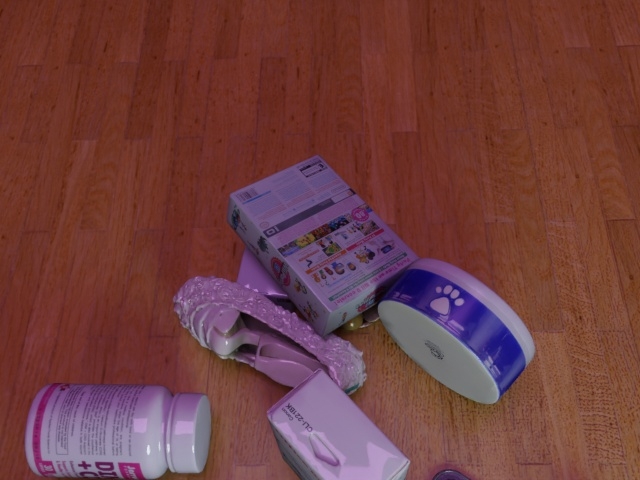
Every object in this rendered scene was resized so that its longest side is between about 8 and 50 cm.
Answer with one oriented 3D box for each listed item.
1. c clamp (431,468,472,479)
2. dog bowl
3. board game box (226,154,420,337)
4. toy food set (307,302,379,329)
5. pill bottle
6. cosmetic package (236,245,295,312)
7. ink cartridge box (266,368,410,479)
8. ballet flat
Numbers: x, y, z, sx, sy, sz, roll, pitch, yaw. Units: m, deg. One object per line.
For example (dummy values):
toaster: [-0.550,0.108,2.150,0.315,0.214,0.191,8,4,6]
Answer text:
c clamp: [0.229,0.465,1.187,0.161,0.022,0.137,24,59,18]
dog bowl: [0.231,0.159,1.223,0.265,0.265,0.104,37,71,22]
board game box: [0.000,0.000,1.322,0.224,0.097,0.303,-28,63,-30]
toy food set: [0.070,0.117,1.387,0.192,0.038,0.132,0,60,3]
pill bottle: [-0.343,0.330,1.217,0.283,0.160,0.160,0,60,4]
cosmetic package: [-0.091,0.024,1.427,0.118,0.085,0.231,8,62,7]
ink cartridge box: [0.029,0.348,1.118,0.114,0.272,0.197,-39,65,-18]
ballet flat: [-0.112,0.181,1.287,0.409,0.147,0.147,20,63,14]
